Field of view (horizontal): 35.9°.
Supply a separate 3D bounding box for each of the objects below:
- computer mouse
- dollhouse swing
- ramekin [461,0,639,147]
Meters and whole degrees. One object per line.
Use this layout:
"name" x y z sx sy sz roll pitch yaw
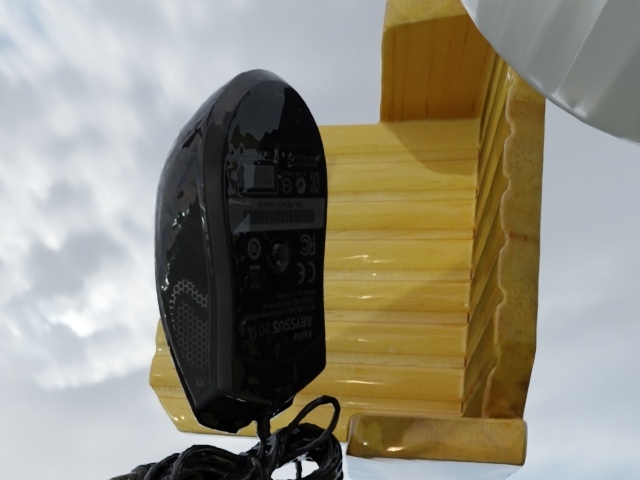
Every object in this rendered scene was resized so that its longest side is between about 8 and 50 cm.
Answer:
"computer mouse" -0.057 0.034 0.596 0.072 0.272 0.188 1 -2 35
"dollhouse swing" 0.000 0.000 0.781 0.304 0.347 0.315 6 -18 5
"ramekin" 0.186 -0.169 0.441 0.277 0.277 0.135 -6 -24 -10
